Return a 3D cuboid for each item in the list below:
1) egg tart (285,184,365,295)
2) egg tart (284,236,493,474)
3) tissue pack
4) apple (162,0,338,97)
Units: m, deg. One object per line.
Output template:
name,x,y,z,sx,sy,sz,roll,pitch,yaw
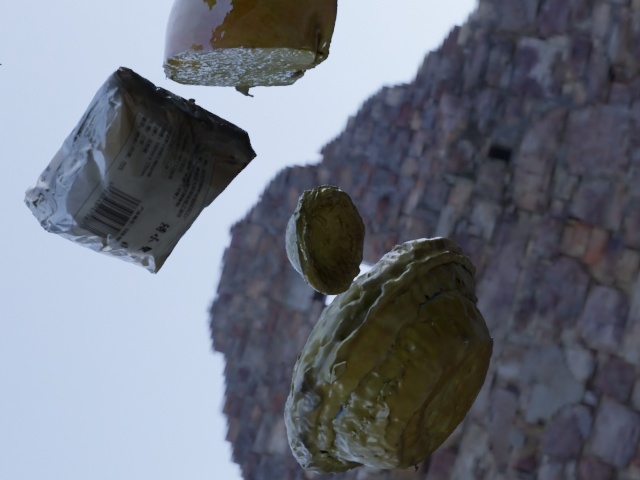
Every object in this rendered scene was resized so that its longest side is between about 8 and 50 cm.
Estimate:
egg tart,0.000,0.000,1.132,0.105,0.039,0.105,4,-95,-51
egg tart,0.116,0.185,1.716,0.388,0.169,0.388,-36,-36,-31
tissue pack,-0.363,-0.130,2.505,0.390,0.195,0.375,29,-74,-43
apple,-0.095,-0.347,1.900,0.314,0.252,0.309,-48,2,-12
